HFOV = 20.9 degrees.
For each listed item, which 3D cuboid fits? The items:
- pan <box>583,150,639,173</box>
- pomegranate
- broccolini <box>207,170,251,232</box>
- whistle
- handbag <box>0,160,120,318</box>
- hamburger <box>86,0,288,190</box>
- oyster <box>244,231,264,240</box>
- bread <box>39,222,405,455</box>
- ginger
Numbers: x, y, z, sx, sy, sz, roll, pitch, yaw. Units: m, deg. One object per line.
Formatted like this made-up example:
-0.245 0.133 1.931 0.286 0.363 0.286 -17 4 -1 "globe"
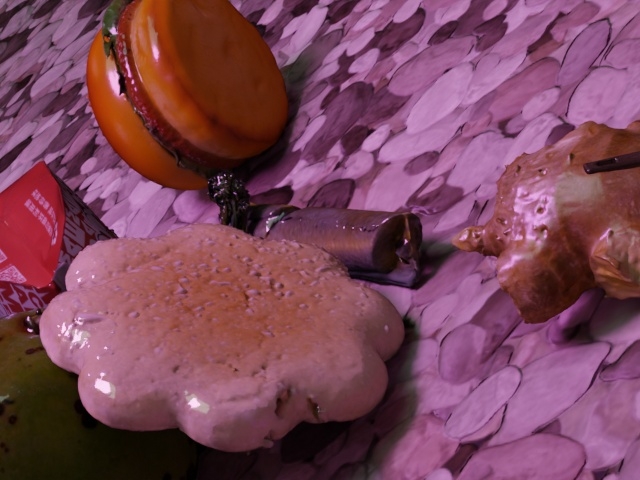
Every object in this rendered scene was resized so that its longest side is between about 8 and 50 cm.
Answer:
0.297 -0.073 1.247 0.202 0.048 0.128 -3 35 16 "pan"
-0.229 0.192 1.483 0.254 0.270 0.254 -7 7 1 "pomegranate"
-0.108 0.025 1.721 0.052 0.054 0.194 31 107 38 "broccolini"
0.001 0.000 1.643 0.057 0.068 0.326 -15 10 -29 "whistle"
-0.251 0.051 1.691 0.151 0.171 0.298 -42 24 -4 "handbag"
-0.163 -0.170 1.968 0.170 0.246 0.246 -32 26 28 "hamburger"
-0.085 0.084 1.620 0.133 0.072 0.209 -64 -4 37 "oyster"
-0.078 0.067 1.434 0.316 0.054 0.316 5 30 -3 "bread"
0.200 -0.014 1.296 0.216 0.102 0.157 -11 55 25 "ginger"
